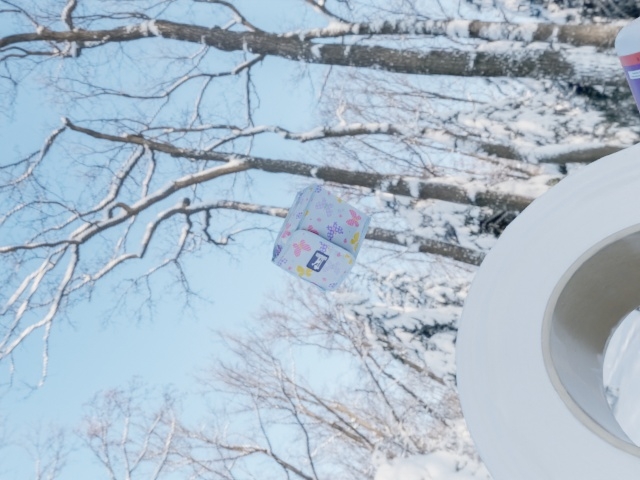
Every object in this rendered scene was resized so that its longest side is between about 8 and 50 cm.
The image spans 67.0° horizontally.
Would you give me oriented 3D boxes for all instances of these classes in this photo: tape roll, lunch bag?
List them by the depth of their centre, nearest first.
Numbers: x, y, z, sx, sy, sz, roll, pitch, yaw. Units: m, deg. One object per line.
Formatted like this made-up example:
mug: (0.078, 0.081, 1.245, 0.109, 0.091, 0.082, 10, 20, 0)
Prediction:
tape roll: (0.233, 0.070, 0.299, 0.100, 0.286, 0.286, 33, -107, -32)
lunch bag: (0.000, 0.000, 0.455, 0.071, 0.053, 0.083, 31, -108, -20)

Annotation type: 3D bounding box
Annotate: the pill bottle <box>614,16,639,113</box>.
pill bottle: (0.584, -0.202, 0.714, 0.181, 0.182, 0.322, -40, -74, -45)
